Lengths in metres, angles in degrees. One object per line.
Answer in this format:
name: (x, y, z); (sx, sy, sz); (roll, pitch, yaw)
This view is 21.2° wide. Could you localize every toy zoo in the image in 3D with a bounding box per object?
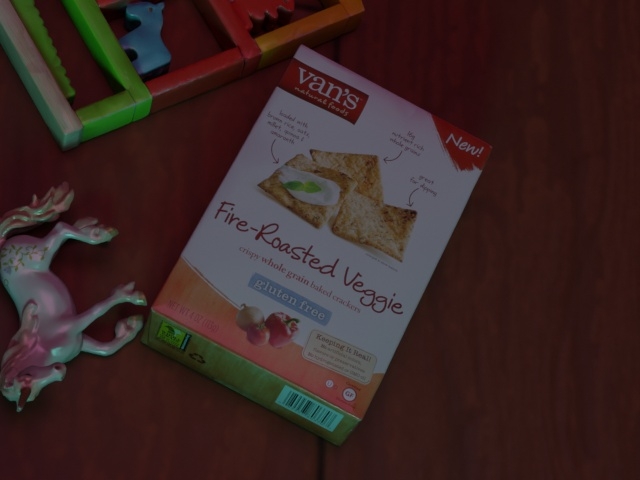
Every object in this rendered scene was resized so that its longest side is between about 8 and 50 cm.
toy zoo: (-0.101, -0.202, 1.250); (0.293, 0.030, 0.192); (-25, 74, -21)

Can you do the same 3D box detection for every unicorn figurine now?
unicorn figurine: (-0.172, 0.044, 1.116); (0.111, 0.060, 0.162); (-20, 56, -20)

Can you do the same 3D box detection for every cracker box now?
cracker box: (0.000, 0.000, 1.165); (0.156, 0.067, 0.232); (27, 63, -1)
